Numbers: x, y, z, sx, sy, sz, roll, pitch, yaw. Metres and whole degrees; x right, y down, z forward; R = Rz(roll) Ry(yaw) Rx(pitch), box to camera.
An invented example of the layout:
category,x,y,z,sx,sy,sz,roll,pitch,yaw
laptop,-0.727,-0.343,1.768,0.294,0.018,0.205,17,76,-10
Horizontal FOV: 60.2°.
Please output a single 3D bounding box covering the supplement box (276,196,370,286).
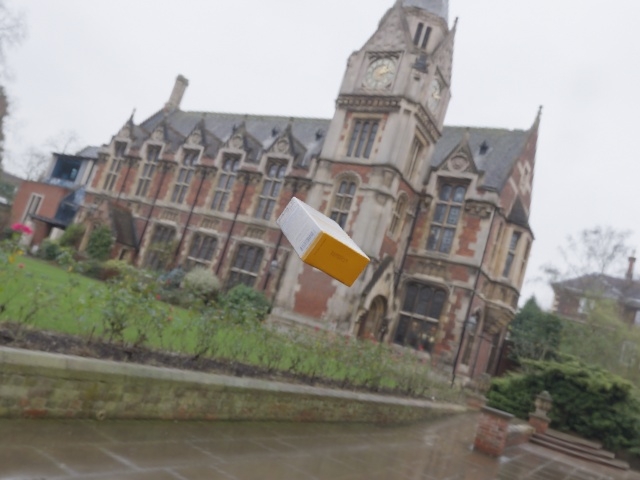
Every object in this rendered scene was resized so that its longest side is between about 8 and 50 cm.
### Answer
category,x,y,z,sx,sy,sz,roll,pitch,yaw
supplement box,0.000,0.000,0.555,0.062,0.036,0.098,31,11,-28
